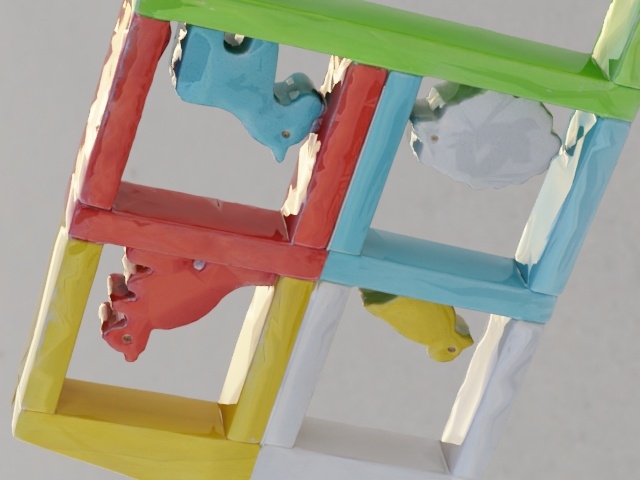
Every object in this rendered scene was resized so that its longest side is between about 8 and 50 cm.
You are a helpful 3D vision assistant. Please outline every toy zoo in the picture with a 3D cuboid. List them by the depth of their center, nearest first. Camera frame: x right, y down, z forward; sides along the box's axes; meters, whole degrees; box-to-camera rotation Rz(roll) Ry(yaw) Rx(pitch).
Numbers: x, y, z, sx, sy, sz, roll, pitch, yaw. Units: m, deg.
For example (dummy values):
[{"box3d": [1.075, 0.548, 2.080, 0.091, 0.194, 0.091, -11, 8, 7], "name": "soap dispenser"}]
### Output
[{"box3d": [0.000, 0.000, 0.703, 0.030, 0.192, 0.293, -109, 35, -59], "name": "toy zoo"}]
